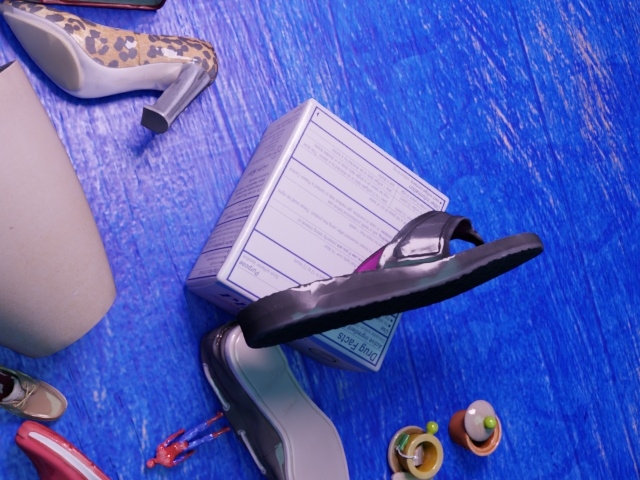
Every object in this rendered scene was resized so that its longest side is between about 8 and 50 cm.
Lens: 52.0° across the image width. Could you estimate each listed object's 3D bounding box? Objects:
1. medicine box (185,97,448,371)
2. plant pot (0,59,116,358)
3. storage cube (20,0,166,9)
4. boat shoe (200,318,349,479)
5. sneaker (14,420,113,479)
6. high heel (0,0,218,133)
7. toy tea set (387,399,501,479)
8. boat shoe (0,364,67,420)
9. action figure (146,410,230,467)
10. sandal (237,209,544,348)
[{"bbox_3d":[0.000,0.000,0.936,0.263,0.149,0.289,33,71,-21],"label":"medicine box"},{"bbox_3d":[-0.356,-0.011,0.718,0.256,0.256,0.274,-44,122,-24],"label":"plant pot"},{"bbox_3d":[-0.281,-0.421,0.816,0.215,0.183,0.193,-8,87,-28],"label":"storage cube"},{"bbox_3d":[-0.061,0.258,0.921,0.112,0.095,0.335,-36,106,-41],"label":"boat shoe"},{"bbox_3d":[-0.305,0.326,0.776,0.221,0.087,0.128,48,64,-14],"label":"sneaker"},{"bbox_3d":[-0.271,-0.267,0.881,0.261,0.093,0.186,33,47,-8],"label":"high heel"},{"bbox_3d":[0.192,0.402,1.007,0.200,0.124,0.336,25,74,-23],"label":"toy tea set"},{"bbox_3d":[-0.367,0.181,0.781,0.135,0.045,0.050,29,72,-22],"label":"boat shoe"},{"bbox_3d":[-0.180,0.272,0.880,0.115,0.030,0.038,-25,92,-28],"label":"action figure"},{"bbox_3d":[0.105,0.026,0.822,0.445,0.167,0.107,-11,72,-29],"label":"sandal"}]
